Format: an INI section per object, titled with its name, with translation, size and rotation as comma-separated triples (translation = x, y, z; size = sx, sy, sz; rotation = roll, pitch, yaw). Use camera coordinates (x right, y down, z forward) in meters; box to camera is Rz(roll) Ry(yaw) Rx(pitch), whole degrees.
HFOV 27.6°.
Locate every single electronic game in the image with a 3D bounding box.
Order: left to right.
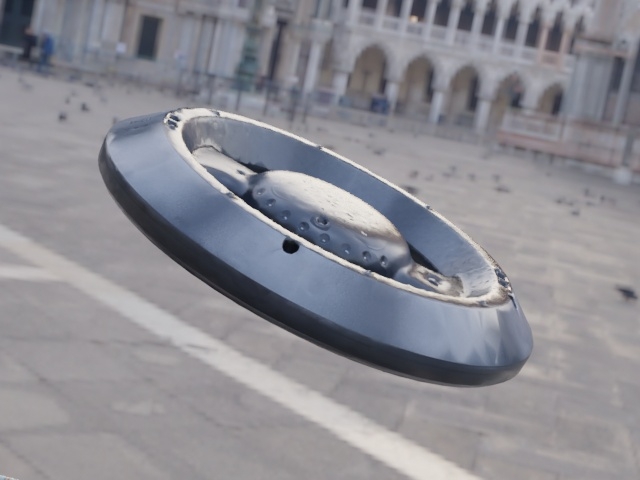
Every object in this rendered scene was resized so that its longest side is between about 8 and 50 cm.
[electronic game]
translation = 0.000, 0.000, 0.633
size = 0.229, 0.048, 0.229
rotation = 25, 17, -8

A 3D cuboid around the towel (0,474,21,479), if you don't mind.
[towel]
translation = -0.413, 0.358, 1.335
size = 0.271, 0.040, 0.370
rotation = 15, 31, -6
